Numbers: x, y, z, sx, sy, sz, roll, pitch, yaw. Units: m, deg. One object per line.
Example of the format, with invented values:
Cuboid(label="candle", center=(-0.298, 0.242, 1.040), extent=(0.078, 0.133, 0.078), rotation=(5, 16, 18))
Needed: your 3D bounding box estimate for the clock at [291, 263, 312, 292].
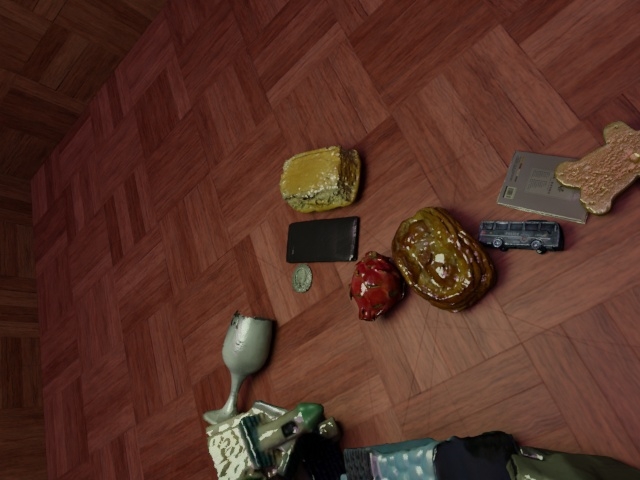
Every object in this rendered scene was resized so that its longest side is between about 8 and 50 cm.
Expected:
Cuboid(label="clock", center=(-0.054, 0.107, 1.371), extent=(0.074, 0.010, 0.083), rotation=(-7, 74, 38))

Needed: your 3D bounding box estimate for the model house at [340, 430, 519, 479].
Cuboid(label="model house", center=(0.190, 0.561, 0.901), extent=(0.339, 0.297, 0.360), rotation=(-26, 63, 40))

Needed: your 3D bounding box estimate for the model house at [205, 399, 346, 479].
Cuboid(label="model house", center=(-0.080, 0.498, 1.114), extent=(0.284, 0.298, 0.243), rotation=(-28, 57, -12))

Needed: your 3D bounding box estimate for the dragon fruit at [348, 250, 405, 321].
Cuboid(label="dragon fruit", center=(0.134, 0.112, 1.150), extent=(0.136, 0.133, 0.166), rotation=(147, 134, -79))

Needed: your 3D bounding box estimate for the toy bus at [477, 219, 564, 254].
Cuboid(label="toy bus", center=(0.414, -0.010, 1.003), extent=(0.165, 0.047, 0.065), rotation=(3, 77, 40))

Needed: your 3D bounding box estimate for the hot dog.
Cuboid(label="hot dog", center=(0.256, 0.029, 1.074), extent=(0.175, 0.114, 0.259), rotation=(-50, 54, 21))

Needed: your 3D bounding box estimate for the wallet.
Cuboid(label="wallet", center=(0.000, 0.000, 1.346), extent=(0.244, 0.025, 0.124), rotation=(-4, 76, 39))

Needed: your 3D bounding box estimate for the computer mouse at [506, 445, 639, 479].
Cuboid(label="computer mouse", center=(0.491, 0.444, 0.710), extent=(0.428, 0.228, 0.146), rotation=(15, 94, 40))

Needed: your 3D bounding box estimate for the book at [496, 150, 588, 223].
Cuboid(label="book", center=(0.472, -0.115, 1.003), extent=(0.181, 0.014, 0.127), rotation=(19, 91, 40))

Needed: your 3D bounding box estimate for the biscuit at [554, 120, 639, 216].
Cuboid(label="biscuit", center=(0.574, -0.153, 0.898), extent=(0.234, 0.030, 0.153), rotation=(-44, 58, 25))

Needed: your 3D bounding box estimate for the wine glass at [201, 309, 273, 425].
Cuboid(label="wine glass", center=(-0.223, 0.362, 1.361), extent=(0.143, 0.143, 0.321), rotation=(11, 83, 40))

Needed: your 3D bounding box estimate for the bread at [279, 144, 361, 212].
Cuboid(label="bread", center=(-0.005, -0.169, 1.331), extent=(0.245, 0.121, 0.174), rotation=(-8, 65, 42))
